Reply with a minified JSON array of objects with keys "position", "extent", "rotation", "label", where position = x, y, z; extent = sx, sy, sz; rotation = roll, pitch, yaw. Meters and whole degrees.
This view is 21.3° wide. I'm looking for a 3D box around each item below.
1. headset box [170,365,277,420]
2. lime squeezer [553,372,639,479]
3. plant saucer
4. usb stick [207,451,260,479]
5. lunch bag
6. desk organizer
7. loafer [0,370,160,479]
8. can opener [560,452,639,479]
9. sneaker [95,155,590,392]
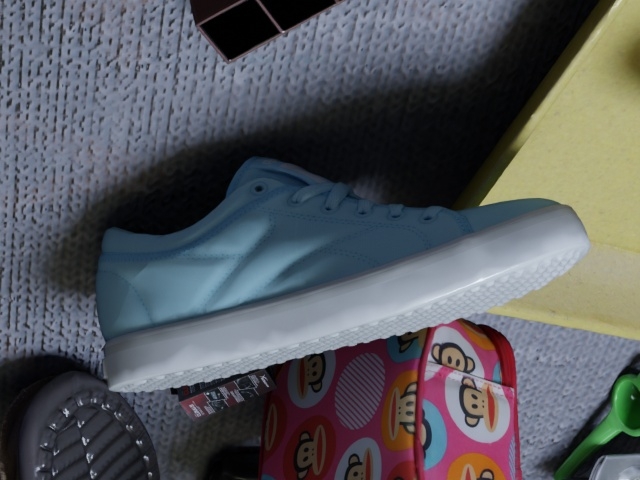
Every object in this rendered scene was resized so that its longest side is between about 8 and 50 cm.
[{"position":[-0.083,0.103,1.372],"extent":[0.083,0.062,0.032],"rotation":[-21,138,7],"label":"headset box"},{"position":[0.316,0.133,1.548],"extent":[0.310,0.059,0.110],"rotation":[-36,167,21],"label":"lime squeezer"},{"position":[0.271,-0.066,1.281],"extent":[0.333,0.081,0.333],"rotation":[11,131,-27],"label":"plant saucer"},{"position":[-0.089,0.293,1.594],"extent":[0.077,0.045,0.278],"rotation":[5,135,-13],"label":"usb stick"},{"position":[0.034,0.210,1.342],"extent":[0.120,0.293,0.258],"rotation":[22,149,-35],"label":"lunch bag"},{"position":[-0.020,-0.171,1.097],"extent":[0.130,0.050,0.047],"rotation":[-27,138,13],"label":"desk organizer"},{"position":[-0.215,0.258,1.446],"extent":[0.134,0.130,0.366],"rotation":[-37,135,-37],"label":"loafer"},{"position":[0.352,0.235,1.640],"extent":[0.283,0.095,0.076],"rotation":[2,94,-33],"label":"can opener"},{"position":[0.000,0.000,1.203],"extent":[0.366,0.150,0.135],"rotation":[-14,171,12],"label":"sneaker"}]
